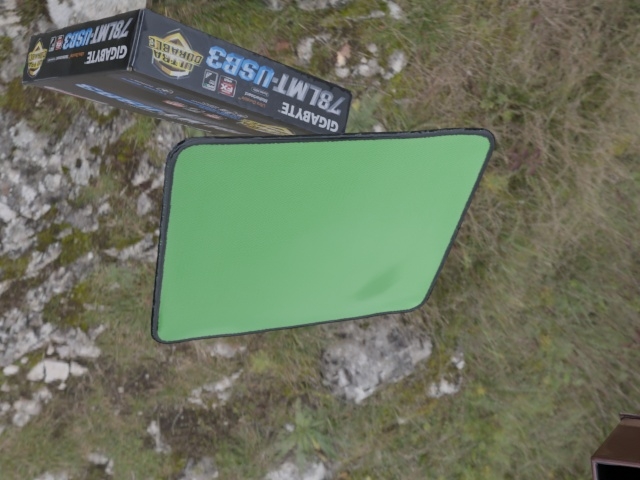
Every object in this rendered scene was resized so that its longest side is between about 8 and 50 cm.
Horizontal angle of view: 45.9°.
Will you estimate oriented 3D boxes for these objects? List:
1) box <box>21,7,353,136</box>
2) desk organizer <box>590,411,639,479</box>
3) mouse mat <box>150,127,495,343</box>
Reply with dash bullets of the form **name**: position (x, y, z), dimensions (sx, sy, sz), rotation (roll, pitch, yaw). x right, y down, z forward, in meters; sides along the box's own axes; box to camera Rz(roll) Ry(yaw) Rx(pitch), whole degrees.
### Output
- **box**: position (-0.164, -0.187, 0.918), dimensions (0.295, 0.293, 0.073), rotation (11, 88, -42)
- **desk organizer**: position (0.161, 0.152, 0.349), dimensions (0.050, 0.047, 0.130), rotation (-18, 101, -49)
- **mouse mat**: position (0.000, 0.000, 0.436), dimensions (0.190, 0.007, 0.152), rotation (-6, 135, -24)
